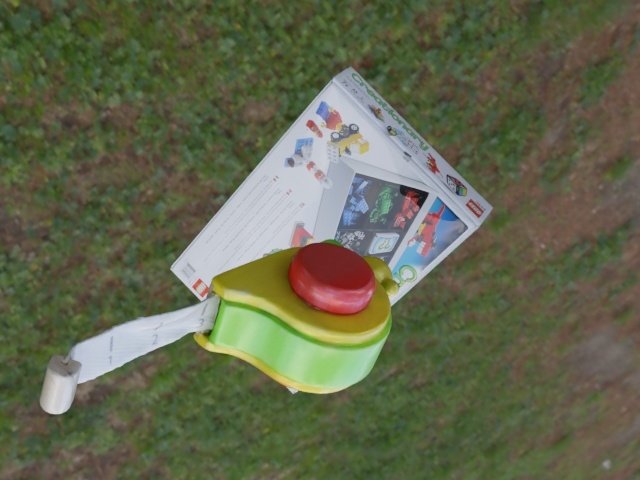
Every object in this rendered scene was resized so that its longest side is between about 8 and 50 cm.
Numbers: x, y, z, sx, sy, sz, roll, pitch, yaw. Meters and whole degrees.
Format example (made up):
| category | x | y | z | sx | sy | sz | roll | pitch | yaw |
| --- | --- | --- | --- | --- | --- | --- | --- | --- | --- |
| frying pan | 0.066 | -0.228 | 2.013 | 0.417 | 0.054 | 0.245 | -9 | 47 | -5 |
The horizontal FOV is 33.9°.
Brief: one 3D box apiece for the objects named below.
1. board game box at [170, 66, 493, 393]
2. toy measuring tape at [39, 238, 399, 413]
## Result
| category | x | y | z | sx | sy | sz | roll | pitch | yaw |
| --- | --- | --- | --- | --- | --- | --- | --- | --- | --- |
| board game box | 0.000 | 0.000 | 1.056 | 0.305 | 0.193 | 0.053 | -45 | 179 | 34 |
| toy measuring tape | -0.043 | 0.078 | 0.784 | 0.330 | 0.121 | 0.121 | -21 | 147 | -46 |
